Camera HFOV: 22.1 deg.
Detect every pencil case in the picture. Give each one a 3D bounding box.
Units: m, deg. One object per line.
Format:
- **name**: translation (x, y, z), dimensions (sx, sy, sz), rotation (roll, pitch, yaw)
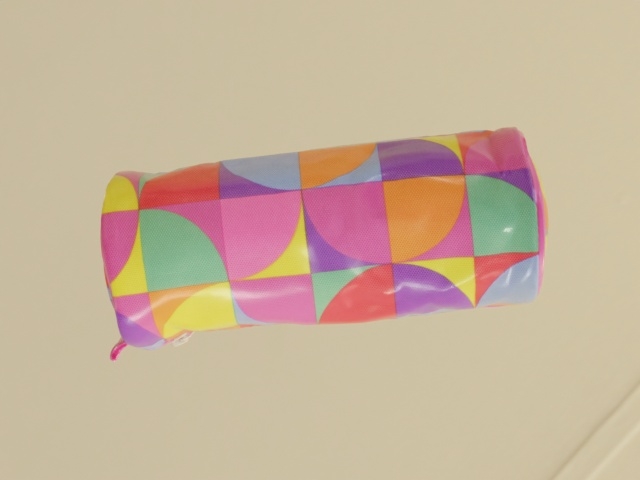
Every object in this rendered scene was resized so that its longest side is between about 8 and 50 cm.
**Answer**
- **pencil case**: translation (0.000, 0.000, 0.853), dimensions (0.236, 0.104, 0.104), rotation (-7, -86, 4)
